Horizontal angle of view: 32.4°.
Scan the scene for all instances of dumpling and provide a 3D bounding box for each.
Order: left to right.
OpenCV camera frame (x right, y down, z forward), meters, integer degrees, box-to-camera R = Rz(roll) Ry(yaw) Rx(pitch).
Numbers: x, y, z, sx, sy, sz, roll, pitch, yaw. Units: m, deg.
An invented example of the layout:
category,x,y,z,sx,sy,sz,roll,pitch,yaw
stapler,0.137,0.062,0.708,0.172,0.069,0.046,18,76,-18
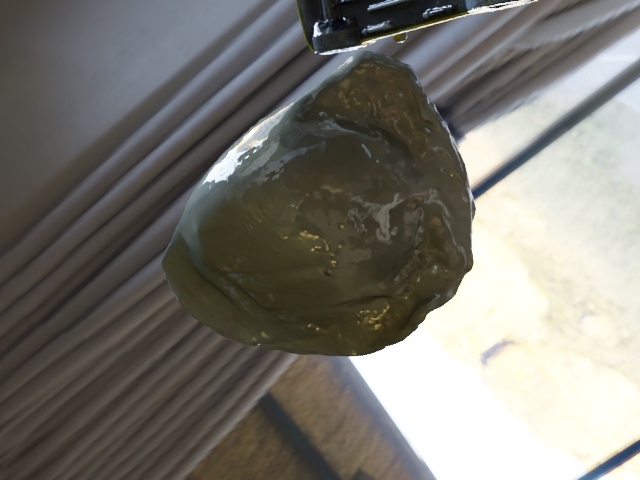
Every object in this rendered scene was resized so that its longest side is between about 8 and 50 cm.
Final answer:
category,x,y,z,sx,sy,sz,roll,pitch,yaw
dumpling,0.000,0.000,0.764,0.179,0.252,0.131,49,-158,-4

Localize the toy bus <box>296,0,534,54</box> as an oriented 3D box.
category,x,y,z,sx,sy,sz,roll,pitch,yaw
toy bus,0.111,-0.275,1.061,0.152,0.330,0.144,-15,-82,-38
